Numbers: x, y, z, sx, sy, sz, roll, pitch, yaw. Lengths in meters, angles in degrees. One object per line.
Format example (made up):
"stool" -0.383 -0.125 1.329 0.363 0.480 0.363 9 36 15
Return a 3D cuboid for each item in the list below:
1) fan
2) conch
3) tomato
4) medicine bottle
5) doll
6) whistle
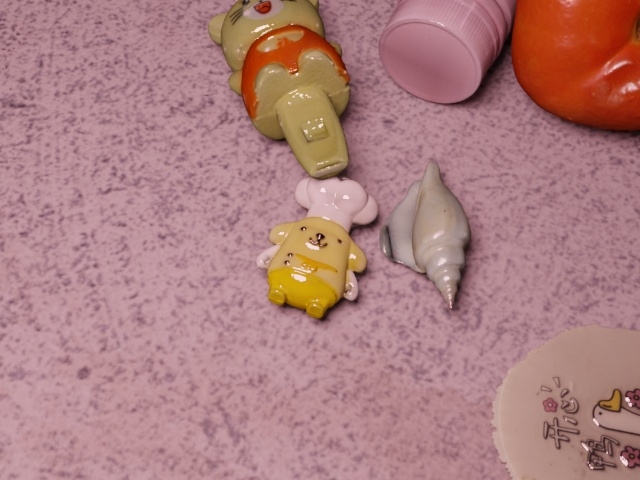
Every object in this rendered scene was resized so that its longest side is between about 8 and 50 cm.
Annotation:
"fan" 0.364 0.193 0.904 0.414 0.012 0.233 9 59 2
"conch" 0.112 -0.003 0.988 0.065 0.088 0.180 30 40 -37
"tomato" 0.330 -0.246 1.059 0.259 0.260 0.180 -9 25 -10
"medicine bottle" 0.171 -0.287 1.119 0.133 0.133 0.250 23 58 10
"doll" 0.000 0.000 0.970 0.106 0.062 0.163 19 58 2
"whistle" -0.034 -0.178 1.040 0.131 0.106 0.289 -18 52 -5
